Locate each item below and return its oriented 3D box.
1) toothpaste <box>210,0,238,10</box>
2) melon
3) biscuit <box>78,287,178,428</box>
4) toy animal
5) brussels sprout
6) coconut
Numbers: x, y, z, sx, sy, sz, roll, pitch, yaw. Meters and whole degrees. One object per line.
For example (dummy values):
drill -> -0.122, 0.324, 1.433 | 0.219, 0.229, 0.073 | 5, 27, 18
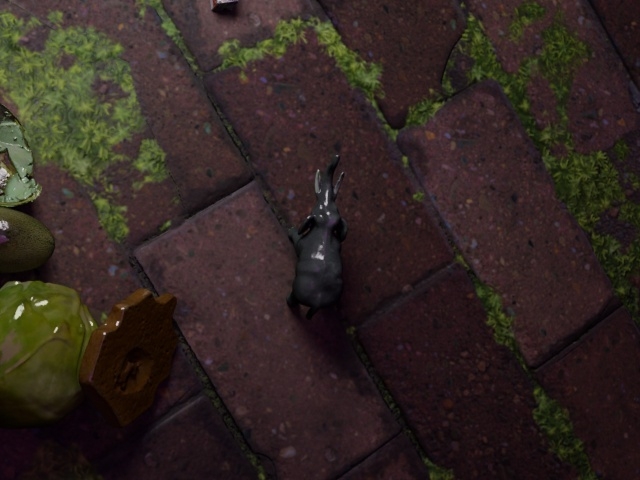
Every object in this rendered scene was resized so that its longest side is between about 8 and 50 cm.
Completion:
toothpaste -> -0.170, -0.485, 1.549 | 0.040, 0.047, 0.196 | -6, 87, -22
melon -> -0.477, 0.000, 1.380 | 0.162, 0.099, 0.099 | 10, 82, -20
biscuit -> -0.282, 0.164, 1.409 | 0.215, 0.034, 0.182 | -61, 147, -35
toy animal -> -0.002, -0.003, 1.514 | 0.082, 0.137, 0.269 | 6, 91, -14
brussels sprout -> -0.420, 0.167, 1.348 | 0.223, 0.161, 0.223 | 2, 86, -23
coconut -> -0.495, -0.125, 1.407 | 0.133, 0.055, 0.158 | -5, 85, -17
